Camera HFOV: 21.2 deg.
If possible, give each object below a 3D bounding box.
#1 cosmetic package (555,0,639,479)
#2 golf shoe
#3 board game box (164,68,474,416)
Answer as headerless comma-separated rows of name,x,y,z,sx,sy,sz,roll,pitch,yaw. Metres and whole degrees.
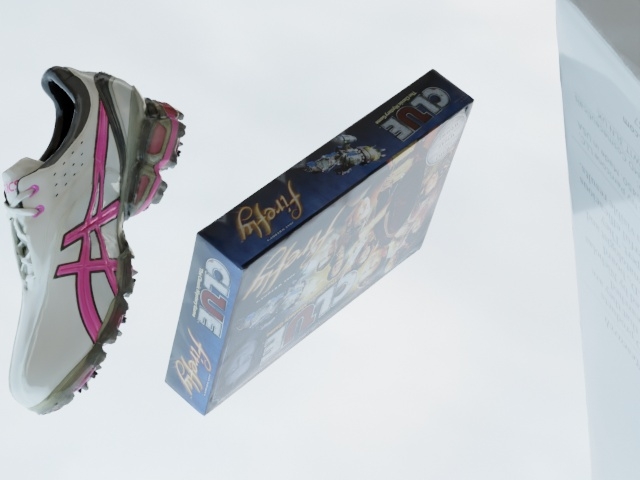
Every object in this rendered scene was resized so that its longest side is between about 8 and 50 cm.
cosmetic package,0.279,0.032,0.972,0.230,0.453,0.161,-23,-132,-8
golf shoe,-0.136,-0.002,0.891,0.086,0.067,0.186,26,-116,-26
board game box,0.000,0.000,1.190,0.042,0.165,0.243,39,-128,19
